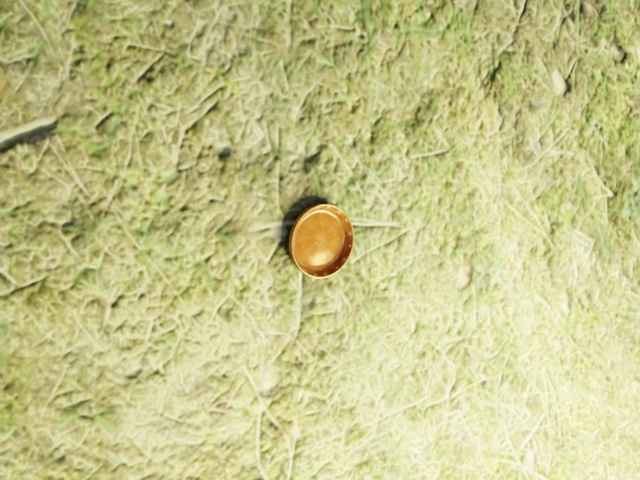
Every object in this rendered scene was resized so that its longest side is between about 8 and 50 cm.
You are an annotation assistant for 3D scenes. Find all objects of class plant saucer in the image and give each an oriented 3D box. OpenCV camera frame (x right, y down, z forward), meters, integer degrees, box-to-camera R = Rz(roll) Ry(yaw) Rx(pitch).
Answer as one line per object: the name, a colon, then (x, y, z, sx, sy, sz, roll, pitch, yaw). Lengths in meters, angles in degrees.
plant saucer: (0.000, 0.000, 1.716, 0.083, 0.013, 0.083, -8, 104, -33)

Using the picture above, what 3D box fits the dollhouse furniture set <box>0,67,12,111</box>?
dollhouse furniture set: (-0.462, -0.149, 1.210, 0.198, 0.303, 0.286, -73, 144, -54)
